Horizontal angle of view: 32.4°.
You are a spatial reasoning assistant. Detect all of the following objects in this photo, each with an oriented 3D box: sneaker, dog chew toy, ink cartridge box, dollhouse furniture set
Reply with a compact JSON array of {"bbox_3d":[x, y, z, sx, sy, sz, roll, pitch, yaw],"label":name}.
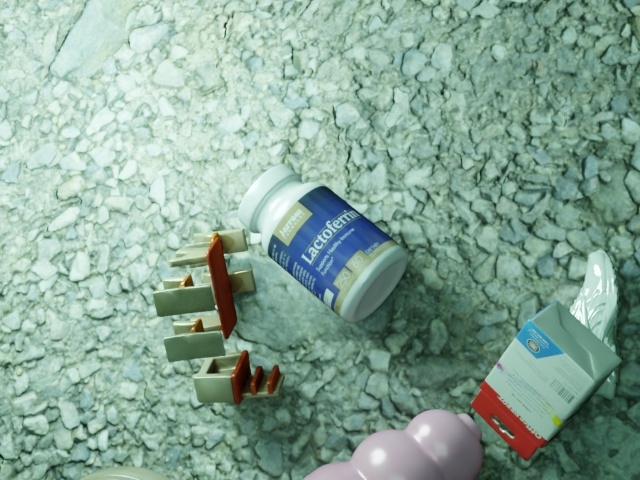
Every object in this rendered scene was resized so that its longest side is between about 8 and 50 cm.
[{"bbox_3d":[0.407,0.127,1.708,0.115,0.090,0.232,1,76,18],"label":"sneaker"},{"bbox_3d":[0.108,0.383,1.666,0.332,0.206,0.206,-40,71,-6],"label":"dog chew toy"},{"bbox_3d":[0.335,0.217,1.669,0.078,0.231,0.134,-29,66,-39],"label":"ink cartridge box"},{"bbox_3d":[-0.149,0.126,1.774,0.135,0.262,0.259,-7,109,10],"label":"dollhouse furniture set"}]

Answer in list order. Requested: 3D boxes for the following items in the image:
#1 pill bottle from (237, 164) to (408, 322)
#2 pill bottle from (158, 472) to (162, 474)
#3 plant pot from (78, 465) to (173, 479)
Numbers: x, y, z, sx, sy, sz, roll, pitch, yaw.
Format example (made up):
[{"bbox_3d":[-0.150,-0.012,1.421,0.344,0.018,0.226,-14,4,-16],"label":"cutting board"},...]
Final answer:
[{"bbox_3d":[0.000,0.000,1.803,0.264,0.153,0.153,39,88,19],"label":"pill bottle"},{"bbox_3d":[-0.281,0.428,1.825,0.043,0.043,0.083,0,77,14],"label":"pill bottle"},{"bbox_3d":[-0.346,0.524,1.665,0.323,0.280,0.323,-1,87,14],"label":"plant pot"}]
